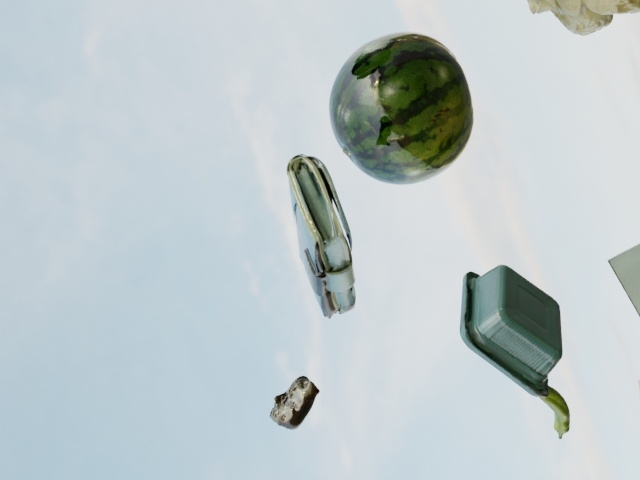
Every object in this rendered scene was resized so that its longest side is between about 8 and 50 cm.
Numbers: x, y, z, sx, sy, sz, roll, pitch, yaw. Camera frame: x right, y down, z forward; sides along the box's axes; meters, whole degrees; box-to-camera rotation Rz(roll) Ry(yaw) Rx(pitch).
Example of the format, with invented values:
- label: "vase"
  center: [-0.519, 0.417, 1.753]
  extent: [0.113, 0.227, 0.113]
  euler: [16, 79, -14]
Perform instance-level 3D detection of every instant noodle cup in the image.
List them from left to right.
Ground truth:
- label: "instant noodle cup"
  center: [0.272, 0.114, 1.564]
  extent: [0.157, 0.070, 0.179]
  euler: [35, -148, -13]

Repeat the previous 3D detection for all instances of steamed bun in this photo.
- label: "steamed bun"
  center: [0.347, -0.435, 1.625]
  extent: [0.137, 0.292, 0.295]
  euler: [-14, -105, -19]

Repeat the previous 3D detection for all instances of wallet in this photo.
- label: "wallet"
  center: [0.000, 0.000, 1.819]
  extent: [0.250, 0.075, 0.176]
  euler: [84, 166, -58]

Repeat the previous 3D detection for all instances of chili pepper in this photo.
- label: "chili pepper"
  center: [0.494, 0.345, 2.389]
  extent: [0.208, 0.049, 0.043]
  euler: [58, -145, -34]

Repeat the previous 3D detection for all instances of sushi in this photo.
- label: "sushi"
  center: [-0.036, 0.238, 1.635]
  extent: [0.044, 0.083, 0.046]
  euler: [32, -177, -43]

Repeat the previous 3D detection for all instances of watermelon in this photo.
- label: "watermelon"
  center: [0.155, -0.249, 2.129]
  extent: [0.285, 0.285, 0.285]
  euler: [42, -143, -43]

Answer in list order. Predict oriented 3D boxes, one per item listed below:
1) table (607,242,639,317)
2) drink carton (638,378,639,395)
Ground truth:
- label: "table"
  center: [0.658, 0.103, 2.069]
  extent: [0.111, 0.121, 0.240]
  euler: [-23, -97, -39]
- label: "drink carton"
  center: [0.769, 0.277, 2.154]
  extent: [0.315, 0.130, 0.107]
  euler: [-15, -84, -29]
